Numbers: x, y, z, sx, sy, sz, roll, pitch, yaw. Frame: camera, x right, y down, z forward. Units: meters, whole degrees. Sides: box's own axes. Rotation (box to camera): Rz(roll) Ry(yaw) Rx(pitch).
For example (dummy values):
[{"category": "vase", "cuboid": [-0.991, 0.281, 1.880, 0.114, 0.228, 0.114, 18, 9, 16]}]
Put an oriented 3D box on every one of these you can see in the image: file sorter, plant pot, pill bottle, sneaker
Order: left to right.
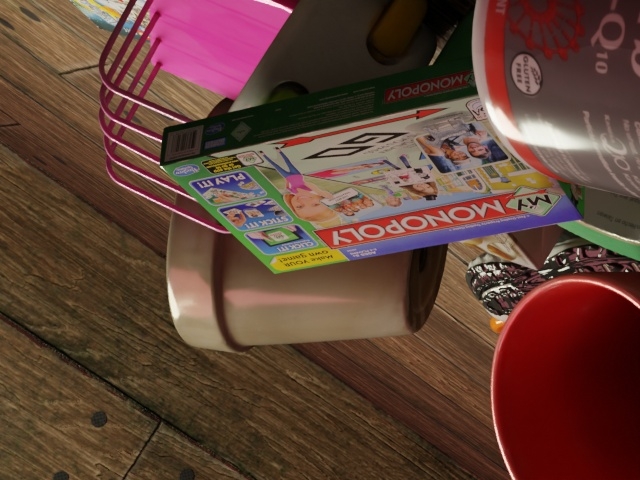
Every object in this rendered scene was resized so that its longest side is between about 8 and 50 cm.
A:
[{"category": "file sorter", "cuboid": [-0.126, -0.154, 1.834, 0.202, 0.182, 0.291, 24, 161, 3]}, {"category": "plant pot", "cuboid": [0.000, 0.000, 2.078, 0.280, 0.323, 0.323, 11, 162, 18]}, {"category": "sneaker", "cuboid": [0.286, 0.016, 1.857, 0.271, 0.108, 0.100, -2, 128, 43]}, {"category": "plant pot", "cuboid": [0.342, 0.146, 1.623, 0.243, 0.275, 0.275, -11, -162, -36]}, {"category": "pill bottle", "cuboid": [0.283, -0.111, 1.018, 0.363, 0.210, 0.210, 17, 161, 50]}]

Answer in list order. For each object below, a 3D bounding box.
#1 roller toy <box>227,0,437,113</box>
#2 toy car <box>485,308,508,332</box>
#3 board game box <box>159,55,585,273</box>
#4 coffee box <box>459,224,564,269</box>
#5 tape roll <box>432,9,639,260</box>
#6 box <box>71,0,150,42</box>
[{"category": "roller toy", "cuboid": [0.017, -0.149, 1.602, 0.146, 0.209, 0.191, 33, 179, -4]}, {"category": "toy car", "cuboid": [0.278, 0.103, 2.014, 0.159, 0.136, 0.182, 9, -173, -42]}, {"category": "board game box", "cuboid": [0.048, -0.060, 1.492, 0.317, 0.046, 0.213, -11, 146, 26]}, {"category": "coffee box", "cuboid": [0.138, -0.071, 1.834, 0.246, 0.098, 0.141, 22, 164, 41]}, {"category": "tape roll", "cuboid": [0.245, -0.089, 1.541, 0.321, 0.077, 0.321, 31, 169, 7]}, {"category": "box", "cuboid": [-0.232, -0.295, 2.002, 0.233, 0.044, 0.159, 21, 164, 44]}]
